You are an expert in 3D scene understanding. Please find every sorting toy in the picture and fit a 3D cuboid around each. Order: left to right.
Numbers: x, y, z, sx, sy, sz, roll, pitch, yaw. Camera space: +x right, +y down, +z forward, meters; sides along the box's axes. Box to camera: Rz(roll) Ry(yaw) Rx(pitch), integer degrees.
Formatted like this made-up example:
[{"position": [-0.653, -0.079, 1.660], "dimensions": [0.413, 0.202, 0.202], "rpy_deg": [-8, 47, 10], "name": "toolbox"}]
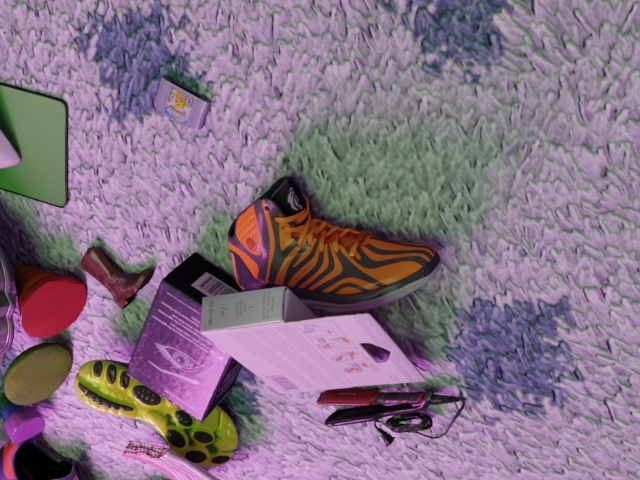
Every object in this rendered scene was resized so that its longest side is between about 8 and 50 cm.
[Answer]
[{"position": [-0.518, 0.184, 1.673], "dimensions": [0.126, 0.127, 0.366], "rpy_deg": [39, 123, 32], "name": "sorting toy"}]

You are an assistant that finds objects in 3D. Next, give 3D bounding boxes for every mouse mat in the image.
[{"position": [-0.473, -0.154, 1.542], "dimensions": [0.152, 0.007, 0.190], "rpy_deg": [17, 117, 17], "name": "mouse mat"}]

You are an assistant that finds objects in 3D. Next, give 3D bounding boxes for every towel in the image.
[{"position": [-0.239, 0.384, 1.589], "dimensions": [0.144, 0.029, 0.197], "rpy_deg": [36, 157, -22], "name": "towel"}]

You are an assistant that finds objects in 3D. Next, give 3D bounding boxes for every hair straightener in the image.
[{"position": [0.111, 0.267, 1.454], "dimensions": [0.230, 0.047, 0.089], "rpy_deg": [-8, 109, 22], "name": "hair straightener"}]

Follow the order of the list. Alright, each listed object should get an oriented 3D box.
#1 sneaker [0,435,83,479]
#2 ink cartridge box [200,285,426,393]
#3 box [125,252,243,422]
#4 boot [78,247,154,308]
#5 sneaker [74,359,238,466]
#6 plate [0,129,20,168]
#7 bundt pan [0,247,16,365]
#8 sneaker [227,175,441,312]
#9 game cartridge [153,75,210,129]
[{"position": [-0.463, 0.496, 1.759], "dimensions": [0.350, 0.131, 0.148], "rpy_deg": [41, 122, 1], "name": "sneaker"}, {"position": [-0.002, 0.140, 1.336], "dimensions": [0.238, 0.060, 0.275], "rpy_deg": [-9, 151, 19], "name": "ink cartridge box"}, {"position": [-0.192, 0.153, 1.494], "dimensions": [0.153, 0.108, 0.207], "rpy_deg": [32, 122, 8], "name": "box"}, {"position": [-0.336, 0.044, 1.555], "dimensions": [0.114, 0.037, 0.106], "rpy_deg": [47, 120, 4], "name": "boot"}, {"position": [-0.265, 0.273, 1.592], "dimensions": [0.295, 0.123, 0.109], "rpy_deg": [32, 92, -10], "name": "sneaker"}, {"position": [-0.664, -0.191, 1.512], "dimensions": [0.278, 0.045, 0.277], "rpy_deg": [-11, 129, 21], "name": "plate"}, {"position": [-0.656, 0.085, 1.602], "dimensions": [0.330, 0.124, 0.331], "rpy_deg": [12, 109, 39], "name": "bundt pan"}, {"position": [0.000, 0.000, 1.329], "dimensions": [0.321, 0.124, 0.180], "rpy_deg": [-8, 110, 27], "name": "sneaker"}, {"position": [-0.204, -0.199, 1.396], "dimensions": [0.083, 0.017, 0.056], "rpy_deg": [29, 125, 10], "name": "game cartridge"}]
